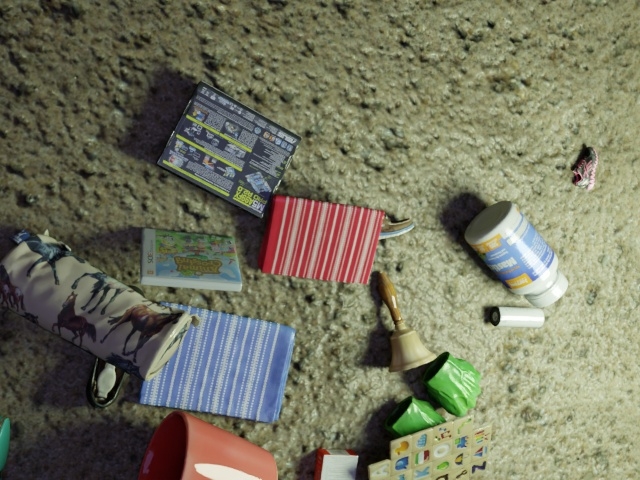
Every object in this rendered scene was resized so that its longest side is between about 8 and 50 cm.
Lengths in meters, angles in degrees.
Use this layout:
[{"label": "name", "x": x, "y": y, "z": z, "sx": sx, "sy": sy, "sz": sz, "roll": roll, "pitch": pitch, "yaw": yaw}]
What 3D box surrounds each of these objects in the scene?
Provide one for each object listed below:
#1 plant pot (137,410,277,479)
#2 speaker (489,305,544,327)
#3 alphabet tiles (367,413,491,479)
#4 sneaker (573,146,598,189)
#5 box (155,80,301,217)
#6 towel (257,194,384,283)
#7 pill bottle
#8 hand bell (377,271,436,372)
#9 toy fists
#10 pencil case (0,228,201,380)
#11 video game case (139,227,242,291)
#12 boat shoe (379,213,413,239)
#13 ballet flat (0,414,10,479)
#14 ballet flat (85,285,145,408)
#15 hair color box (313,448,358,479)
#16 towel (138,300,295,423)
[{"label": "plant pot", "x": -0.245, "y": 0.538, "z": 1.514, "sx": 0.243, "sy": 0.275, "sz": 0.274, "roll": 22, "pitch": 86, "yaw": -26}, {"label": "speaker", "x": 0.525, "y": 0.204, "z": 1.825, "sx": 0.136, "sy": 0.055, "sz": 0.055, "roll": 3, "pitch": 92, "yaw": -18}, {"label": "alphabet tiles", "x": 0.279, "y": 0.577, "z": 1.732, "sx": 0.343, "sy": 0.011, "sz": 0.285, "roll": -14, "pitch": 122, "yaw": -16}, {"label": "sneaker", "x": 0.721, "y": -0.199, "z": 1.873, "sx": 0.057, "sy": 0.047, "sz": 0.119, "roll": 6, "pitch": 90, "yaw": -6}, {"label": "box", "x": -0.209, "y": -0.206, "z": 1.578, "sx": 0.270, "sy": 0.060, "sz": 0.216, "roll": 27, "pitch": 85, "yaw": -16}, {"label": "towel", "x": 0.000, "y": 0.000, "z": 1.626, "sx": 0.275, "sy": 0.031, "sz": 0.198, "roll": 8, "pitch": 111, "yaw": -12}, {"label": "pill bottle", "x": 0.510, "y": 0.042, "z": 1.761, "sx": 0.152, "sy": 0.152, "sz": 0.272, "roll": -45, "pitch": 103, "yaw": -10}, {"label": "hand bell", "x": 0.192, "y": 0.195, "z": 1.715, "sx": 0.126, "sy": 0.126, "sz": 0.242, "roll": -17, "pitch": 85, "yaw": -15}, {"label": "toy fists", "x": 0.293, "y": 0.422, "z": 1.748, "sx": 0.142, "sy": 0.096, "sz": 0.279, "roll": 42, "pitch": 82, "yaw": -7}, {"label": "pencil case", "x": -0.460, "y": 0.132, "z": 1.401, "sx": 0.410, "sy": 0.160, "sz": 0.183, "roll": 27, "pitch": 68, "yaw": 6}, {"label": "video game case", "x": -0.287, "y": 0.040, "z": 1.506, "sx": 0.213, "sy": 0.193, "sz": 0.023, "roll": 6, "pitch": 122, "yaw": -17}, {"label": "boat shoe", "x": 0.143, "y": -0.036, "z": 1.690, "sx": 0.183, "sy": 0.066, "sz": 0.066, "roll": -14, "pitch": 95, "yaw": -16}, {"label": "ballet flat", "x": -0.715, "y": 0.496, "z": 1.452, "sx": 0.087, "sy": 0.083, "sz": 0.247, "roll": 3, "pitch": 90, "yaw": -3}, {"label": "ballet flat", "x": -0.444, "y": 0.240, "z": 1.510, "sx": 0.095, "sy": 0.096, "sz": 0.280, "roll": 15, "pitch": 88, "yaw": -15}, {"label": "hair color box", "x": 0.032, "y": 0.606, "z": 1.697, "sx": 0.093, "sy": 0.053, "sz": 0.167, "roll": 8, "pitch": 89, "yaw": -18}, {"label": "towel", "x": -0.236, "y": 0.292, "z": 1.607, "sx": 0.336, "sy": 0.040, "sz": 0.243, "roll": 13, "pitch": 88, "yaw": -17}]
